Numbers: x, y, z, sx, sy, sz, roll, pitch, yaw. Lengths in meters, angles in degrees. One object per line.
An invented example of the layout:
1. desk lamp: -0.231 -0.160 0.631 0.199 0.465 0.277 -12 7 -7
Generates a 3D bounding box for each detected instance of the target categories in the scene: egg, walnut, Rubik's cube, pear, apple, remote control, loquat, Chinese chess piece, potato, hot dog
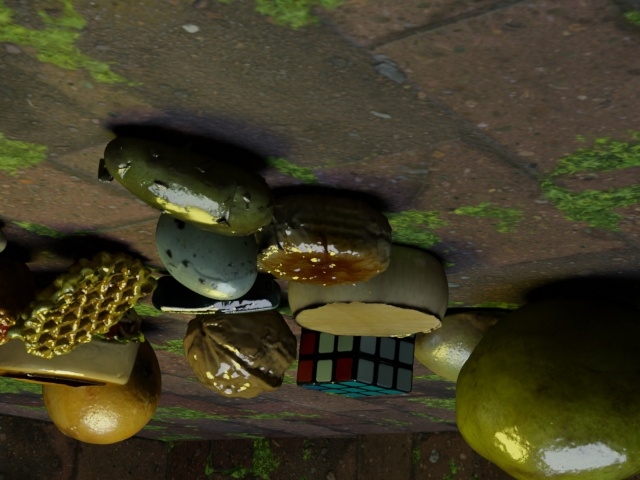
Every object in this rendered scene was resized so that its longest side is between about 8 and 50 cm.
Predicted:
1. egg: -0.142 0.008 1.365 0.131 0.164 0.131 -34 160 -15
2. walnut: -0.149 0.196 1.920 0.198 0.198 0.245 -7 159 29
3. Rubik's cube: 0.068 0.202 1.950 0.161 0.163 0.162 18 161 -40
4. pear: 0.431 0.250 1.768 0.414 0.351 0.352 -10 159 28
5. apple: 0.314 0.203 1.994 0.265 0.120 0.193 6 152 -18
6. remote control: -0.179 0.091 1.786 0.222 0.072 0.042 -1 141 2
7. loquat: -0.455 0.293 2.177 0.263 0.263 0.263 3 163 1
8. Chinese chess piece: 0.076 0.084 1.659 0.257 0.104 0.257 3 163 1
9. potato: -0.154 -0.066 1.241 0.226 0.090 0.117 21 163 -28
10. hot dog: -0.561 0.103 1.669 0.150 0.153 0.257 -22 166 14

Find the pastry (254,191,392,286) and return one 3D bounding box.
1. pastry: 0.000 0.000 1.418 0.193 0.093 0.182 7 158 -15

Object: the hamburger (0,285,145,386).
1. hamburger: -0.471 0.177 1.930 0.300 0.176 0.300 2 167 1

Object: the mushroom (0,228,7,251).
1. mushroom: -0.518 0.012 1.568 0.085 0.079 0.085 6 162 2

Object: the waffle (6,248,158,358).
1. waffle: -0.385 0.109 1.694 0.238 0.058 0.243 -41 159 3
